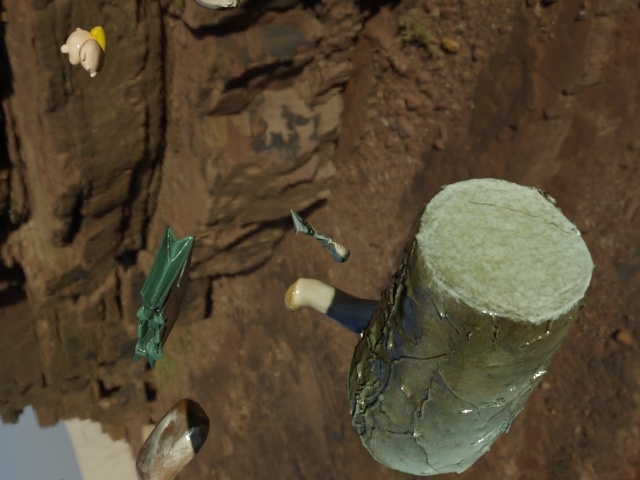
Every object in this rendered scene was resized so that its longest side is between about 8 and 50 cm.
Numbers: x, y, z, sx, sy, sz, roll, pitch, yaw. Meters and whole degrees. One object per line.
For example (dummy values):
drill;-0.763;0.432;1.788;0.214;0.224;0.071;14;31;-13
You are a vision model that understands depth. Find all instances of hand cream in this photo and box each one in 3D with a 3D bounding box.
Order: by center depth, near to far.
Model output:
hand cream;0.000;0.001;2.283;0.052;0.248;0.075;-53;42;4

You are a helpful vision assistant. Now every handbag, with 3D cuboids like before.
handbag;-0.380;0.140;1.961;0.326;0.089;0.238;113;173;-50

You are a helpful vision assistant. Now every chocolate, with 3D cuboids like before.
chocolate;-0.414;0.545;2.176;0.080;0.254;0.157;38;179;-41

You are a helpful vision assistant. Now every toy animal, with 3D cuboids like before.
toy animal;-0.487;-0.383;1.661;0.091;0.082;0.114;105;171;-49

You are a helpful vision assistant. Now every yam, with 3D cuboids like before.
yam;0.165;0.104;0.960;0.348;0.241;0.241;106;145;-50

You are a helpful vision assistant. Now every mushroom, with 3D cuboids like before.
mushroom;0.058;0.169;2.181;0.329;0.122;0.159;14;139;20

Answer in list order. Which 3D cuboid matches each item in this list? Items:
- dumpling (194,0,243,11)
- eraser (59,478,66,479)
dumpling;-0.187;-0.475;1.428;0.199;0.118;0.136;29;127;52
eraser;-0.246;0.410;0.982;0.157;0.038;0.230;4;115;36
